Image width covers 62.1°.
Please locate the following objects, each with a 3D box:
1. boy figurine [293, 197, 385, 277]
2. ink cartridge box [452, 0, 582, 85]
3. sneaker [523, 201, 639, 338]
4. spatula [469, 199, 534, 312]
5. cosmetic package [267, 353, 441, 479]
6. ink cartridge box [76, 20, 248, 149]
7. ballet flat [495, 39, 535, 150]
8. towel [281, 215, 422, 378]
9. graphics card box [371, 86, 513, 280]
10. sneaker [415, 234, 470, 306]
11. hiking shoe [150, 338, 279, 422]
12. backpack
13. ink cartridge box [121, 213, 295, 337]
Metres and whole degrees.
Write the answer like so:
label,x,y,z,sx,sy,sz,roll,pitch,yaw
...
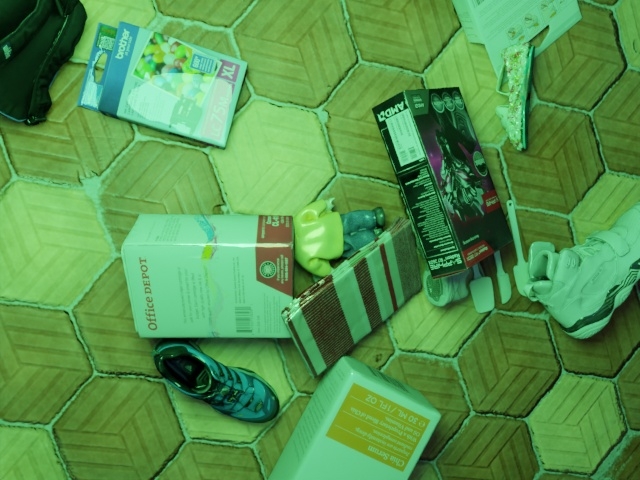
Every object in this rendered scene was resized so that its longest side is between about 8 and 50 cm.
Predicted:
label,x,y,z,sx,sy,sz,roll,pitch,yaw
boy figurine,0.000,0.000,1.149,0.285,0.092,0.177,-9,96,-8
ink cartridge box,0.451,-0.533,1.208,0.275,0.060,0.239,-40,124,-5
sneaker,0.627,0.032,1.230,0.210,0.137,0.365,33,91,-16
spatula,0.416,0.037,1.260,0.168,0.019,0.242,-15,96,-8
cosmetic package,0.040,0.502,1.155,0.230,0.161,0.453,28,90,-10
ink cartridge box,-0.323,-0.319,1.088,0.311,0.065,0.185,15,91,-9
ballet flat,0.439,-0.325,1.209,0.077,0.091,0.240,7,107,28
towel,0.078,0.122,1.109,0.329,0.037,0.237,-37,137,-17
graphics card box,0.262,-0.130,1.110,0.233,0.094,0.370,-19,89,-45
sneaker,0.289,0.031,1.214,0.115,0.090,0.232,-1,88,-34
hiking shoe,-0.221,0.308,1.110,0.304,0.132,0.113,30,88,-11
backpack,-0.568,-0.382,0.955,0.213,0.276,0.263,38,84,3
ink cartridge box,-0.204,0.070,1.044,0.306,0.131,0.226,2,121,-2
